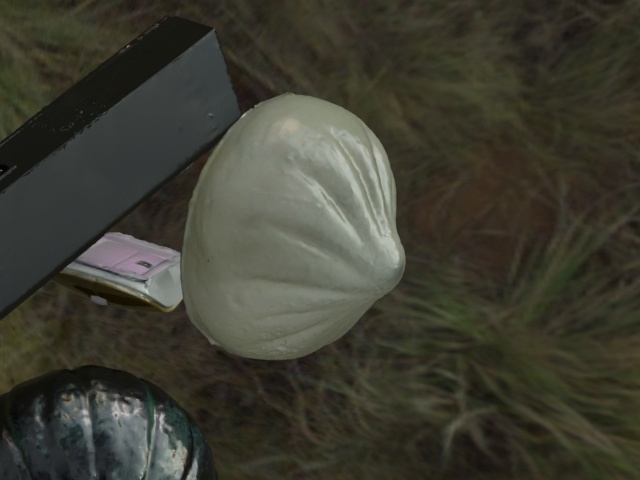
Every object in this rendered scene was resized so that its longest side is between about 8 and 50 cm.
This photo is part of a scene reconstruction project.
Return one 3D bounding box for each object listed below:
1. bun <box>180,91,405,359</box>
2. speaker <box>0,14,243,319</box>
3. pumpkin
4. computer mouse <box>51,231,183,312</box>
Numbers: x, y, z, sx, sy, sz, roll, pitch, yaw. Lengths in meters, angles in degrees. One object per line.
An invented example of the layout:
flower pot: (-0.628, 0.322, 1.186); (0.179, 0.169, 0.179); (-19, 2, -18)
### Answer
bun: (0.000, 0.000, 0.655); (0.094, 0.138, 0.138); (18, 82, 25)
speaker: (-0.145, -0.049, 0.818); (0.218, 0.044, 0.082); (-43, 138, -26)
pumpkin: (-0.191, 0.237, 1.059); (0.248, 0.248, 0.248); (0, 88, -14)
computer mouse: (-0.206, 0.036, 1.342); (0.126, 0.245, 0.056); (16, 95, 1)
